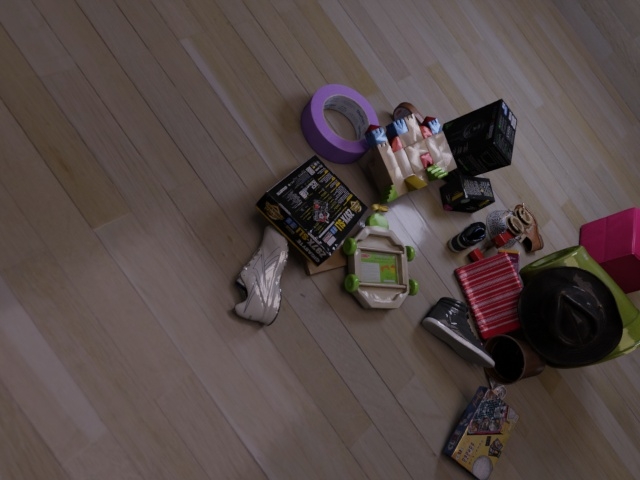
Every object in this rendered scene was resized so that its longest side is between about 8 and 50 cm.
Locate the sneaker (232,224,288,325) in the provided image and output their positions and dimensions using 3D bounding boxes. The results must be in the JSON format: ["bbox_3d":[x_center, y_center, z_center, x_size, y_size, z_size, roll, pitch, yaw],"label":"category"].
[{"bbox_3d":[-0.168,0.086,1.270,0.129,0.111,0.297,14,64,-17],"label":"sneaker"}]

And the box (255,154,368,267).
[{"bbox_3d":[-0.015,-0.103,1.381,0.257,0.079,0.322,46,39,-5],"label":"box"}]

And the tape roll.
[{"bbox_3d":[0.071,-0.415,1.599,0.275,0.090,0.274,10,66,-24],"label":"tape roll"}]

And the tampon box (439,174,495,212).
[{"bbox_3d":[0.573,-0.179,1.754,0.161,0.120,0.101,2,69,-27],"label":"tampon box"}]

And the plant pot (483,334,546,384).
[{"bbox_3d":[0.685,0.412,1.569,0.165,0.167,0.166,7,68,-33],"label":"plant pot"}]

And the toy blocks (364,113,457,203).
[{"bbox_3d":[0.307,-0.318,1.587,0.382,0.191,0.260,-27,98,-24],"label":"toy blocks"}]

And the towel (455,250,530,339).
[{"bbox_3d":[0.624,0.199,1.610,0.031,0.199,0.274,17,53,-70],"label":"towel"}]

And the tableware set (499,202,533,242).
[{"bbox_3d":[0.790,-0.081,1.770,0.194,0.039,0.128,-29,80,-45],"label":"tableware set"}]

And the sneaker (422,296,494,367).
[{"bbox_3d":[0.497,0.305,1.533,0.296,0.104,0.146,38,63,-5],"label":"sneaker"}]

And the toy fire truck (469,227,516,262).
[{"bbox_3d":[0.671,0.015,1.739,0.192,0.135,0.047,-21,75,-47],"label":"toy fire truck"}]

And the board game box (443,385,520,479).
[{"bbox_3d":[0.513,0.610,1.418,0.165,0.042,0.243,42,72,-14],"label":"board game box"}]

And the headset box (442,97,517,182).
[{"bbox_3d":[0.596,-0.380,1.759,0.131,0.283,0.246,38,58,-28],"label":"headset box"}]

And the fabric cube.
[{"bbox_3d":[1.343,0.055,1.990,0.254,0.259,0.258,34,59,-14],"label":"fabric cube"}]

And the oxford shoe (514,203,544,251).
[{"bbox_3d":[0.866,-0.052,1.891,0.076,0.076,0.212,-16,80,-24],"label":"oxford shoe"}]

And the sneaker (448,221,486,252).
[{"bbox_3d":[0.596,-0.025,1.706,0.217,0.121,0.079,-29,87,-33],"label":"sneaker"}]

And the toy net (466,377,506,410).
[{"bbox_3d":[0.578,0.552,1.517,0.232,0.045,0.122,-29,86,-33],"label":"toy net"}]

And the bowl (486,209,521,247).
[{"bbox_3d":[0.772,-0.060,1.838,0.170,0.080,0.170,10,66,-24],"label":"bowl"}]

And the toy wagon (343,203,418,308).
[{"bbox_3d":[0.194,0.052,1.477,0.267,0.068,0.344,7,71,-31],"label":"toy wagon"}]

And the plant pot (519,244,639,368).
[{"bbox_3d":[0.917,0.219,1.632,0.367,0.366,0.352,-21,82,-32],"label":"plant pot"}]

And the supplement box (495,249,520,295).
[{"bbox_3d":[0.702,0.142,1.695,0.081,0.104,0.188,5,60,21],"label":"supplement box"}]

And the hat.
[{"bbox_3d":[0.796,0.246,1.445,0.134,0.332,0.331,10,61,-63],"label":"hat"}]

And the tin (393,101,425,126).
[{"bbox_3d":[0.362,-0.455,1.758,0.189,0.106,0.040,48,57,-3],"label":"tin"}]

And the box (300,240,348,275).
[{"bbox_3d":[0.000,0.000,1.439,0.165,0.021,0.201,-12,77,-32],"label":"box"}]
